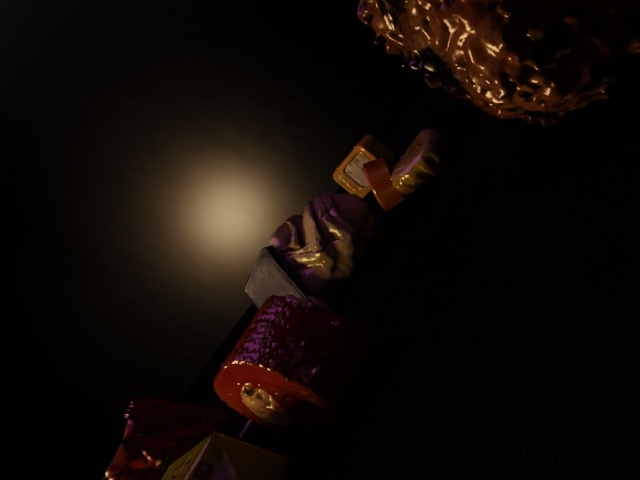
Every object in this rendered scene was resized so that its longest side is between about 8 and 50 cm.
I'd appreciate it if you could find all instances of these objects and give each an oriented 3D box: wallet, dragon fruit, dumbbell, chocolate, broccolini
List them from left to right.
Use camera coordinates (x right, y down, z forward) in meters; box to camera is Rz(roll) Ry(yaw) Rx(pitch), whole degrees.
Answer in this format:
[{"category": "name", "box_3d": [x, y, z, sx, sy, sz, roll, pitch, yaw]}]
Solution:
[{"category": "dragon fruit", "box_3d": [-0.313, 0.480, 1.171, 0.329, 0.228, 0.285, 149, 136, -74]}, {"category": "chocolate", "box_3d": [-0.196, 0.436, 0.832, 0.301, 0.137, 0.288, -46, 10, 51]}, {"category": "broccolini", "box_3d": [-0.188, 0.442, 1.159, 0.123, 0.062, 0.271, -37, 15, 49]}, {"category": "wallet", "box_3d": [-0.093, 0.133, 1.382, 0.036, 0.222, 0.167, -14, -38, -44]}, {"category": "dumbbell", "box_3d": [0.183, -0.013, 0.918, 0.083, 0.040, 0.035, -49, 40, 44]}]

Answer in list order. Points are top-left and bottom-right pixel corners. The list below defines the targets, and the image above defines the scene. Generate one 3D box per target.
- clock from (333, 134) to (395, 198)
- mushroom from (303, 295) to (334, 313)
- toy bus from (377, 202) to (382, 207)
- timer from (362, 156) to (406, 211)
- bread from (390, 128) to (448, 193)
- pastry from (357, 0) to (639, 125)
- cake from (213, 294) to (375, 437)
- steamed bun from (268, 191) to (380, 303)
[{"category": "clock", "box_3d": [0.147, -0.247, 1.998, 0.096, 0.143, 0.202, -50, 1, -40]}, {"category": "mushroom", "box_3d": [-0.033, 0.177, 1.159, 0.148, 0.112, 0.148, -47, 15, 17]}, {"category": "toy bus", "box_3d": [0.197, -0.132, 1.489, 0.130, 0.037, 0.052, -51, 2, 36]}, {"category": "timer", "box_3d": [0.195, -0.157, 1.386, 0.152, 0.132, 0.132, -27, 13, 13]}, {"category": "bread", "box_3d": [0.228, -0.177, 1.277, 0.157, 0.083, 0.094, -59, 10, -22]}, {"category": "pastry", "box_3d": [0.225, -0.309, 0.734, 0.292, 0.405, 0.337, -49, 29, 17]}, {"category": "cake", "box_3d": [-0.051, 0.192, 0.900, 0.150, 0.177, 0.283, -58, 6, -32]}, {"category": "steamed bun", "box_3d": [0.000, -0.001, 1.458, 0.289, 0.203, 0.276, -52, 8, 6]}]
